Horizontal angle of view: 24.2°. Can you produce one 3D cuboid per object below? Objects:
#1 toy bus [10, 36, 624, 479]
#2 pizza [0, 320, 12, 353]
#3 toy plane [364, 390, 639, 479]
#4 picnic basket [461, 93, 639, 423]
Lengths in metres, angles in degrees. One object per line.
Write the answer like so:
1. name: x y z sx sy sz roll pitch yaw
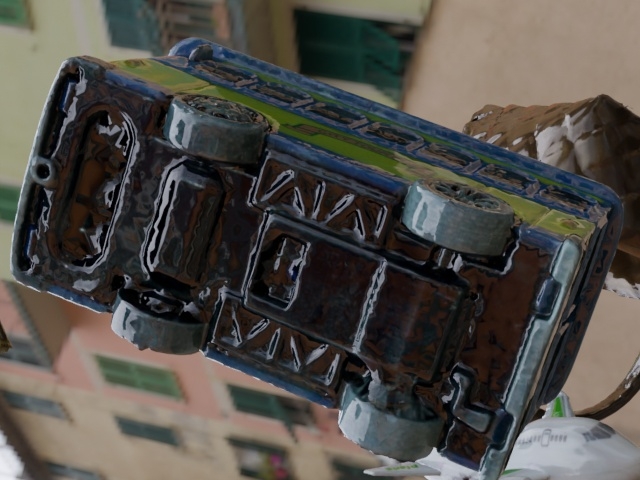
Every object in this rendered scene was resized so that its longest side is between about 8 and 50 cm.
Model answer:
1. toy bus: 0.000 0.000 0.868 0.190 0.312 0.152 -30 -41 -68
2. pizza: -0.345 0.051 1.354 0.204 0.081 0.188 55 -161 -27
3. toy plane: 0.169 0.192 1.258 0.251 0.255 0.101 -24 -73 -43
4. picnic basket: 0.244 0.034 1.527 0.337 0.293 0.337 -53 22 32
